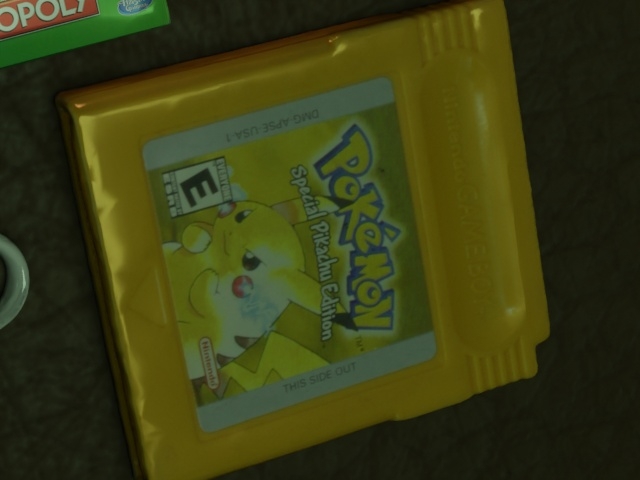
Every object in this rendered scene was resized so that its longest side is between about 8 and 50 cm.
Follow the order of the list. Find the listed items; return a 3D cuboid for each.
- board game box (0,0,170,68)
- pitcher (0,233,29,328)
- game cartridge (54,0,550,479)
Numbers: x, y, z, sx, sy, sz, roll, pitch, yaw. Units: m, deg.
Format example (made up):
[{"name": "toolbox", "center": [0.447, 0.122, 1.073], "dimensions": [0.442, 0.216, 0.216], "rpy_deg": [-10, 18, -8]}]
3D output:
[{"name": "board game box", "center": [-0.233, -0.126, 1.064], "dimensions": [0.213, 0.317, 0.046], "rpy_deg": [-18, 107, -19]}, {"name": "pitcher", "center": [-0.284, 0.035, 1.197], "dimensions": [0.207, 0.125, 0.178], "rpy_deg": [43, 62, -35]}, {"name": "game cartridge", "center": [0.000, 0.000, 1.338], "dimensions": [0.323, 0.052, 0.285], "rpy_deg": [-16, 107, -18]}]
